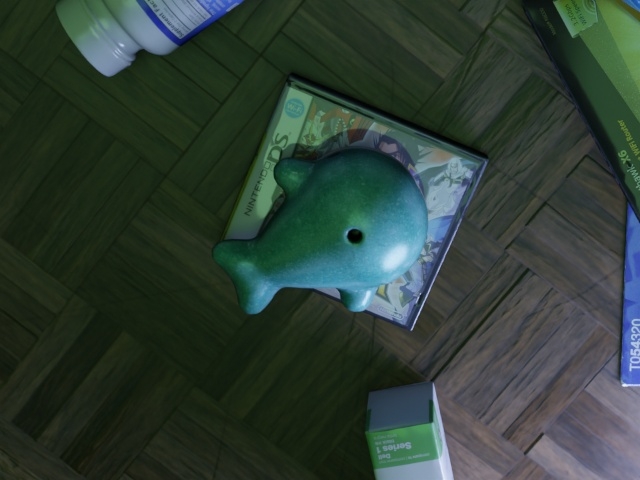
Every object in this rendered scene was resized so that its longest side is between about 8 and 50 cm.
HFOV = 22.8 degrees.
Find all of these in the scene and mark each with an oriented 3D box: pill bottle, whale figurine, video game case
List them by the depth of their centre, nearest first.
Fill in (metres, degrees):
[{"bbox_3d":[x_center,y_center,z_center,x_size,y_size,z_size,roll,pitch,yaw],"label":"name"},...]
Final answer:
[{"bbox_3d":[-0.178,-0.319,1.908,0.272,0.152,0.152,-35,100,11],"label":"pill bottle"},{"bbox_3d":[0.000,0.000,1.946,0.272,0.141,0.216,-25,102,8],"label":"whale figurine"},{"bbox_3d":[0.039,-0.047,2.024,0.275,0.035,0.248,23,103,-3],"label":"video game case"}]

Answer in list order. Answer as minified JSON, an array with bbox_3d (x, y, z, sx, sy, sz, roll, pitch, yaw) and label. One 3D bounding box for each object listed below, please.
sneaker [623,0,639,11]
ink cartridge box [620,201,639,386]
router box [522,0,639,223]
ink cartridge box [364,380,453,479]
[{"bbox_3d":[0.380,-0.386,1.813,0.208,0.127,0.319,-47,55,-2],"label":"sneaker"},{"bbox_3d":[0.554,0.045,2.008,0.330,0.071,0.324,-1,104,1],"label":"ink cartridge box"},{"bbox_3d":[0.421,-0.209,1.911,0.243,0.081,0.309,-29,87,9],"label":"router box"},{"bbox_3d":[0.124,0.313,2.043,0.093,0.160,0.219,-10,102,6],"label":"ink cartridge box"}]
